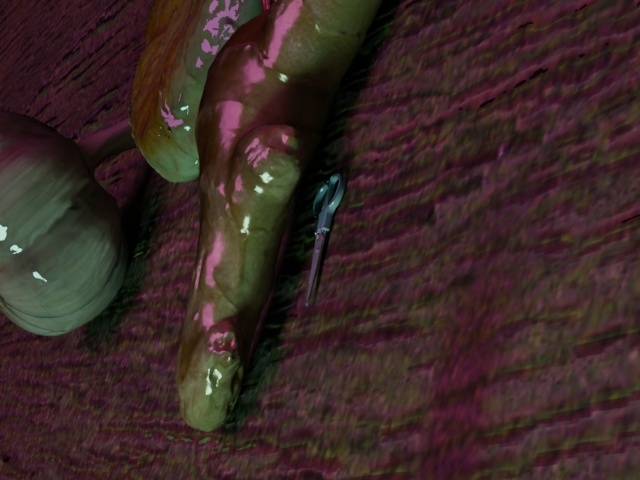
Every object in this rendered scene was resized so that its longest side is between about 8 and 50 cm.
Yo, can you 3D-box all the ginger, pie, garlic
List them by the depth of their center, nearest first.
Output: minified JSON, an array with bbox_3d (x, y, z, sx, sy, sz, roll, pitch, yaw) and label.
[{"bbox_3d":[-0.034,-0.050,1.053,0.148,0.081,0.334,2,74,55],"label":"ginger"},{"bbox_3d":[-0.073,-0.184,1.298,0.306,0.071,0.306,-161,90,-75],"label":"pie"},{"bbox_3d":[-0.226,-0.046,1.458,0.212,0.218,0.218,-45,11,-19],"label":"garlic"}]

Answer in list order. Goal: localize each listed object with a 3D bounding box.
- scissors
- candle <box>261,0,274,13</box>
[{"bbox_3d":[0.000,0.000,1.003,0.036,0.006,0.083,-36,38,57],"label":"scissors"},{"bbox_3d":[-0.033,-0.173,1.148,0.026,0.021,0.167,-9,-85,-86],"label":"candle"}]
